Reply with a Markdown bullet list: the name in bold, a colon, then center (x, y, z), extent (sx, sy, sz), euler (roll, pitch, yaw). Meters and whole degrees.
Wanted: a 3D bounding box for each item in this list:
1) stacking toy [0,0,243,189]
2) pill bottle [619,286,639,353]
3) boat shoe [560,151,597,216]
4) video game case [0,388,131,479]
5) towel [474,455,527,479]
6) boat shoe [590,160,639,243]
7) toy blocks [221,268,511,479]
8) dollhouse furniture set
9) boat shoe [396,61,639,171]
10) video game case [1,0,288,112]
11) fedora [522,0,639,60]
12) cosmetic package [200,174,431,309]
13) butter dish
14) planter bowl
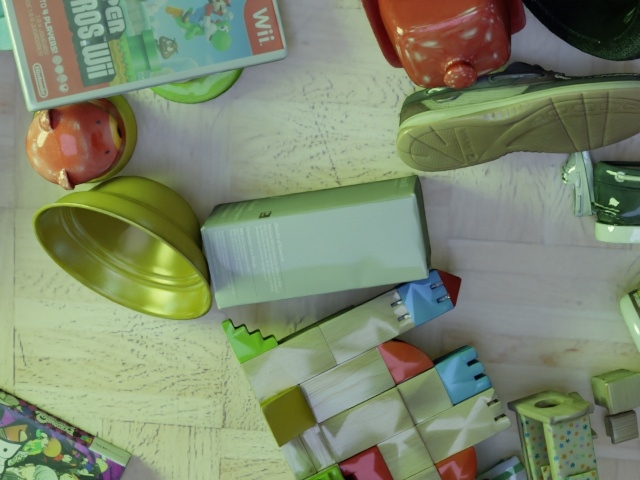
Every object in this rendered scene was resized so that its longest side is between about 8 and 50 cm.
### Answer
- **stacking toy**: center (-0.243, -0.225, 1.613), extent (0.279, 0.130, 0.309), euler (-25, 100, 10)
- **pill bottle**: center (0.443, 0.071, 1.632), extent (0.215, 0.117, 0.117), euler (-26, 100, 10)
- **boat shoe**: center (0.282, -0.073, 1.656), extent (0.035, 0.035, 0.100), euler (-12, 109, 5)
- **video game case**: center (-0.369, 0.309, 1.796), extent (0.210, 0.042, 0.232), euler (28, 104, -3)
- **towel**: center (0.213, 0.441, 1.733), extent (0.248, 0.038, 0.325), euler (-32, 80, 10)
- **boat shoe**: center (0.443, -0.052, 1.605), extent (0.303, 0.114, 0.091), euler (-5, 100, -1)
- **toy blocks**: center (0.089, 0.207, 1.680), extent (0.261, 0.191, 0.381), euler (-25, 91, -3)
- **dollhouse furniture set**: center (0.314, 0.253, 1.661), extent (0.161, 0.101, 0.182), euler (-14, 100, -20)
- **boat shoe**: center (0.220, -0.146, 1.610), extent (0.285, 0.092, 0.103), euler (-11, 143, 11)
- **video game case**: center (-0.191, -0.263, 1.585), extent (0.285, 0.025, 0.204), euler (-14, 93, -15)
- **fedora**: center (0.291, -0.354, 1.506), extent (0.152, 0.334, 0.334), euler (-29, 101, -23)
- **cosmetic package**: center (0.000, 0.000, 1.649), extent (0.238, 0.127, 0.107), euler (-12, 102, 6)
- **butter dish**: center (0.136, -0.210, 1.560), extent (0.160, 0.160, 0.118), euler (-15, 57, 10)
- **planter bowl**: center (-0.200, -0.008, 1.659), extent (0.217, 0.217, 0.090), euler (26, 63, -2)
